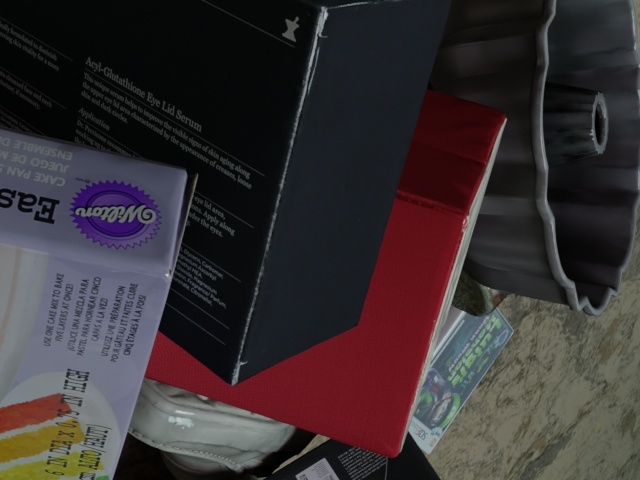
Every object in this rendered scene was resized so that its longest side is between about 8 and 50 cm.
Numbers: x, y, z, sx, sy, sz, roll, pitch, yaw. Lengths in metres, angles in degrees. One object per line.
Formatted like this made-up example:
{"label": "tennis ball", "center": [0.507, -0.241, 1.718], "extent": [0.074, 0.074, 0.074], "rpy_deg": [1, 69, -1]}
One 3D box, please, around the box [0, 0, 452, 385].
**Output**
{"label": "box", "center": [-0.085, -0.081, 0.574], "extent": [0.103, 0.261, 0.184], "rpy_deg": [-22, 135, -46]}

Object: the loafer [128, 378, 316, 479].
{"label": "loafer", "center": [-0.083, 0.150, 0.920], "extent": [0.111, 0.112, 0.319], "rpy_deg": [-52, 157, 3]}

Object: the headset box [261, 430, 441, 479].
{"label": "headset box", "center": [-0.054, 0.283, 1.002], "extent": [0.218, 0.110, 0.293], "rpy_deg": [-24, 165, -42]}

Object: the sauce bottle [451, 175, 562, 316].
{"label": "sauce bottle", "center": [0.242, -0.068, 1.208], "extent": [0.344, 0.111, 0.111], "rpy_deg": [-43, 146, -24]}

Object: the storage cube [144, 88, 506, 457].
{"label": "storage cube", "center": [0.000, 0.000, 0.782], "extent": [0.184, 0.193, 0.215], "rpy_deg": [-58, 163, -60]}

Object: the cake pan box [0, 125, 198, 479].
{"label": "cake pan box", "center": [-0.203, 0.048, 0.512], "extent": [0.267, 0.245, 0.070], "rpy_deg": [116, -15, -45]}

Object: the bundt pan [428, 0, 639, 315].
{"label": "bundt pan", "center": [0.185, -0.101, 1.001], "extent": [0.331, 0.124, 0.331], "rpy_deg": [-7, 98, -61]}

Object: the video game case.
{"label": "video game case", "center": [0.152, 0.154, 1.365], "extent": [0.190, 0.022, 0.173], "rpy_deg": [-55, 150, -6]}
